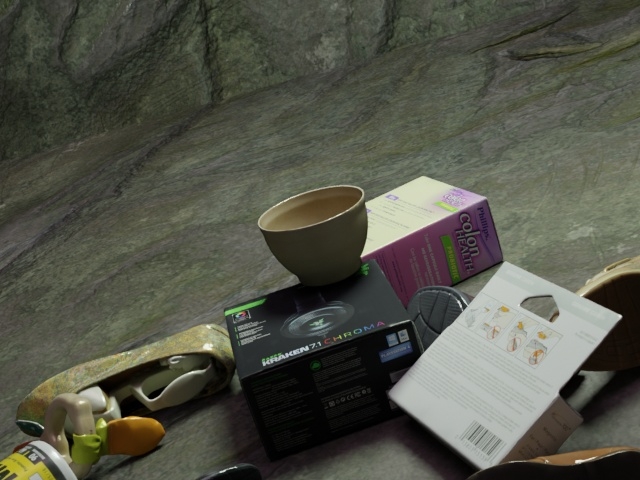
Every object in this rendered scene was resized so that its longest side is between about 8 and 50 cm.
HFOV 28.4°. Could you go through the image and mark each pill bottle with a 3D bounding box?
[{"bbox_3d":[-0.422,0.361,1.640,0.208,0.119,0.119,-33,24,-35],"label":"pill bottle"}]

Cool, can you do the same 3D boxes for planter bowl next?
[{"bbox_3d":[0.000,0.000,1.857,0.162,0.109,0.162,-15,20,5],"label":"planter bowl"}]

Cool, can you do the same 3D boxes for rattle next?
[{"bbox_3d":[-0.346,0.284,1.850,0.143,0.130,0.200,-23,-6,-39],"label":"rattle"}]

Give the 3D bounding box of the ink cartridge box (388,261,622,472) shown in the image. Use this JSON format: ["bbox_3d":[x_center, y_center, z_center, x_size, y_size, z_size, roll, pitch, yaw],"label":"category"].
[{"bbox_3d":[0.230,0.161,1.551,0.239,0.060,0.275,-47,25,-6],"label":"ink cartridge box"}]

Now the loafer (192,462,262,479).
[{"bbox_3d":[-0.156,0.324,1.596,0.170,0.062,0.061,-23,16,-16],"label":"loafer"}]

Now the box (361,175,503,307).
[{"bbox_3d":[0.136,0.008,2.090,0.243,0.117,0.213,-26,21,-18],"label":"box"}]

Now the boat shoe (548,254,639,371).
[{"bbox_3d":[0.406,0.087,1.662,0.341,0.121,0.110,-18,6,-35],"label":"boat shoe"}]

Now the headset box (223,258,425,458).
[{"bbox_3d":[0.006,0.155,1.793,0.246,0.131,0.283,-18,19,-2],"label":"headset box"}]

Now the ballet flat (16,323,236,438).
[{"bbox_3d":[-0.287,0.228,1.899,0.349,0.123,0.123,-21,20,-8],"label":"ballet flat"}]

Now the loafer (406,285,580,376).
[{"bbox_3d":[0.231,0.138,1.731,0.095,0.109,0.302,16,2,-32],"label":"loafer"}]

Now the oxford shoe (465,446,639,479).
[{"bbox_3d":[0.259,0.269,1.389,0.212,0.076,0.076,-9,1,8],"label":"oxford shoe"}]
